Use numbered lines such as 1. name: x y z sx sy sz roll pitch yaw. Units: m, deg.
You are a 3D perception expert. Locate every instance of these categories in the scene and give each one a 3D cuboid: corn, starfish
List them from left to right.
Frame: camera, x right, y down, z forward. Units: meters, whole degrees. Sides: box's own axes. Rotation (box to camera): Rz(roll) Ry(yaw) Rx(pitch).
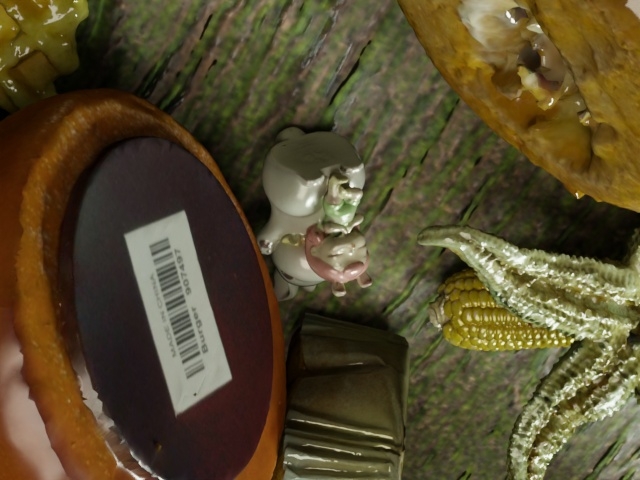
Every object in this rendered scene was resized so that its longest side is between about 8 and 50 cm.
1. corn: 0.183 0.047 1.120 0.206 0.067 0.067 -4 124 1
2. starfish: 0.250 0.064 1.054 0.357 0.078 0.347 -12 109 -7

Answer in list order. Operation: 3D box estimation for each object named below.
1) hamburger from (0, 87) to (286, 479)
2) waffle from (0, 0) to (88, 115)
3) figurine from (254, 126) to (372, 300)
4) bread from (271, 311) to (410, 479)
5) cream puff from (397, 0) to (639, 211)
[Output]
1. hamburger: -0.190 0.074 0.991 0.250 0.330 0.330 -11 124 26
2. waffle: -0.300 -0.191 0.985 0.311 0.060 0.307 0 124 0
3. figurine: -0.009 0.002 1.078 0.081 0.098 0.146 -4 124 -9
4. bread: 0.010 0.185 1.145 0.109 0.192 0.210 3 125 3
5. cream puff: 0.185 -0.177 0.854 0.231 0.343 0.327 -42 151 -9
